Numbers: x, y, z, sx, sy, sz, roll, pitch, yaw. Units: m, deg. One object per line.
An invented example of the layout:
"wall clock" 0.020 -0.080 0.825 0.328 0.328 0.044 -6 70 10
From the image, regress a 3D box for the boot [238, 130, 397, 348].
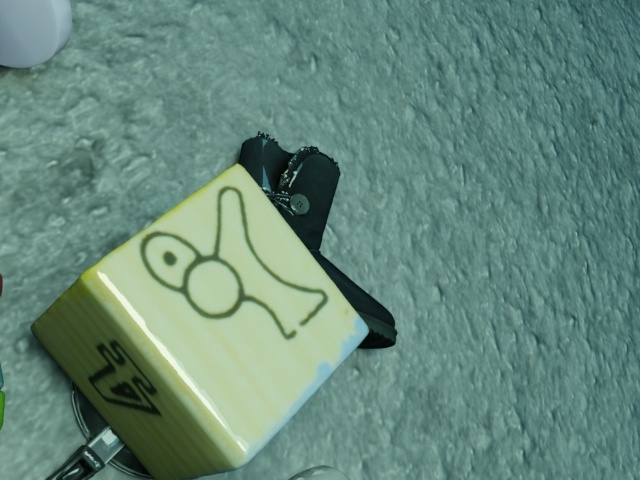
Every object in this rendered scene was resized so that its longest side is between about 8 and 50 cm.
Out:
"boot" 0.000 0.000 0.934 0.246 0.094 0.207 22 66 -18

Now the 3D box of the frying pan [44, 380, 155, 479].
"frying pan" -0.206 0.161 0.781 0.326 0.053 0.197 -17 81 -38

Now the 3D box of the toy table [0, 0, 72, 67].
"toy table" -0.380 -0.240 0.710 0.274 0.252 0.161 33 41 -7

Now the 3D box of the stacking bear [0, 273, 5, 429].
"stacking bear" -0.334 0.170 0.633 0.175 0.164 0.289 -2 79 -33

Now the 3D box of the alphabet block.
"alphabet block" -0.112 0.081 0.722 0.197 0.193 0.192 53 51 -4

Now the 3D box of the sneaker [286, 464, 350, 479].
"sneaker" -0.096 0.262 0.622 0.210 0.365 0.138 0 84 -48
